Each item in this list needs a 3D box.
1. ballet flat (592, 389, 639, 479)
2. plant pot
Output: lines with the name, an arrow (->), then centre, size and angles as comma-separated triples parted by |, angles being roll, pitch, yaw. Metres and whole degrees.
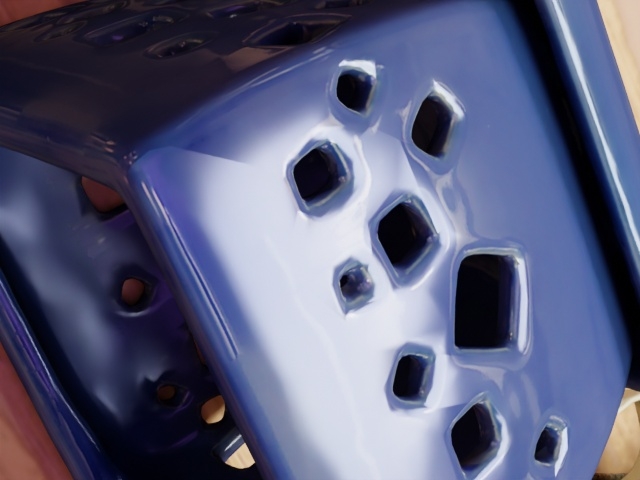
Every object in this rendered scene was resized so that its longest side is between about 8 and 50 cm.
ballet flat -> 0.188, 0.130, 0.842 | 0.316, 0.107, 0.106 | 1, 88, -30
plant pot -> 0.000, 0.000, 0.631 | 0.212, 0.236, 0.236 | -35, 116, -25
